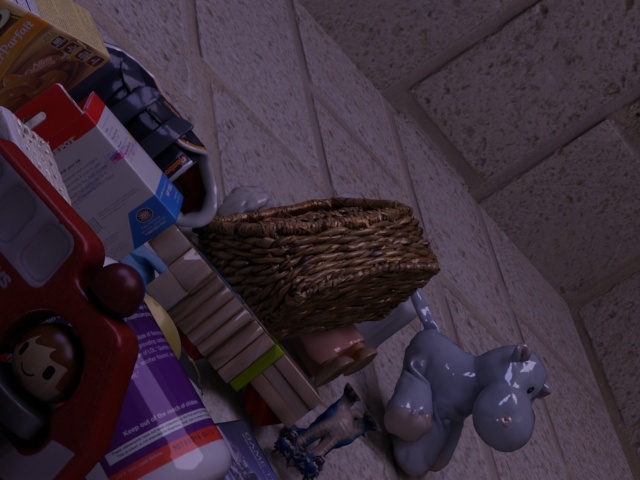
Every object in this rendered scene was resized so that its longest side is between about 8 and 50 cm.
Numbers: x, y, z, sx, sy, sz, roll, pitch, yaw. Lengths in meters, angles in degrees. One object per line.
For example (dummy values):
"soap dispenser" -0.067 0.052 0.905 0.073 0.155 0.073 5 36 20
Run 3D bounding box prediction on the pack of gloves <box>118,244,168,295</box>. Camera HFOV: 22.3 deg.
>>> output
"pack of gloves" -0.214 0.022 2.229 0.195 0.046 0.232 32 30 -53

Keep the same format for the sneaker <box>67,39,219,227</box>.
"sneaker" -0.245 -0.149 2.286 0.321 0.126 0.127 50 -2 -25

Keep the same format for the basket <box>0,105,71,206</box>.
"basket" -0.357 -0.048 1.848 0.103 0.113 0.167 38 24 -56

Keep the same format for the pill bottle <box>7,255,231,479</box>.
"pill bottle" -0.240 0.144 1.689 0.323 0.181 0.181 60 17 10

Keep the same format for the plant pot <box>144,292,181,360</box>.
"plant pot" -0.241 0.129 1.849 0.134 0.134 0.095 53 42 -12

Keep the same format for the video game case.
"video game case" -0.110 0.318 2.005 0.196 0.026 0.274 60 16 13

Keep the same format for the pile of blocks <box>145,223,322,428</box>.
"pile of blocks" -0.139 0.126 2.164 0.362 0.112 0.149 52 -1 -29

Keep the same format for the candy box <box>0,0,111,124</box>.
"candy box" -0.415 -0.241 1.916 0.316 0.183 0.087 24 35 -61

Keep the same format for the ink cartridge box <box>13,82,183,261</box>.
"ink cartridge box" -0.297 -0.090 2.046 0.231 0.134 0.078 51 18 -19

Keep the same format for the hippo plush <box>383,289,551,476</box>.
"hippo plush" 0.254 0.254 2.638 0.234 0.236 0.294 65 32 -51

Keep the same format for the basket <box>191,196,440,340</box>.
"basket" 0.000 0.000 2.388 0.299 0.213 0.223 -9 67 -37

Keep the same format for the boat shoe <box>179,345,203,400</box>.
"boat shoe" -0.221 0.124 1.970 0.228 0.081 0.069 57 12 -24

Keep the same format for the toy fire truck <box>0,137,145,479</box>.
"toy fire truck" -0.289 0.081 1.486 0.302 0.254 0.169 45 11 25

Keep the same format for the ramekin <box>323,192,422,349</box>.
"ramekin" 0.056 0.052 2.773 0.277 0.135 0.277 49 18 -22

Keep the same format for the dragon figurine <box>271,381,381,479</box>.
"dragon figurine" 0.004 0.275 2.295 0.085 0.144 0.289 56 -3 4

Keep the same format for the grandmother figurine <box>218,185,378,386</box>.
"grandmother figurine" -0.053 0.061 2.526 0.208 0.104 0.342 -9 63 -56
